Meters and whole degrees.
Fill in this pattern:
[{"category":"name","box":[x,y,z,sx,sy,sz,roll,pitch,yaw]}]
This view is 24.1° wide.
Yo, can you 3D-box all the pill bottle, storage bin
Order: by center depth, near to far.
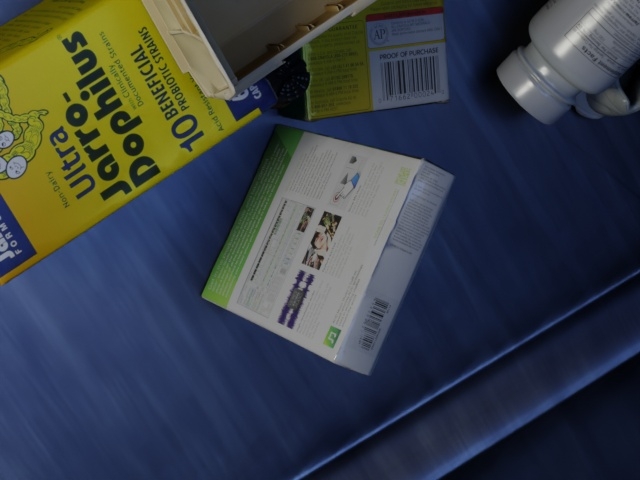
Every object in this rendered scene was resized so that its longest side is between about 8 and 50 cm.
[{"category":"storage bin","box":[-0.059,-0.310,1.484,0.262,0.123,0.260,-37,112,-18]},{"category":"pill bottle","box":[0.334,-0.257,1.865,0.131,0.131,0.229,32,115,-28]}]

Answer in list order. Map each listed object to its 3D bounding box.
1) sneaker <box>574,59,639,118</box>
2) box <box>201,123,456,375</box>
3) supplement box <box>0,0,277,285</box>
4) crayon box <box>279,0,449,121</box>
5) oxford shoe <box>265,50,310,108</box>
[{"category":"sneaker","box":[0.417,-0.280,1.952,0.099,0.121,0.262,12,93,-29]},{"category":"box","box":[0.000,0.000,1.676,0.058,0.322,0.232,25,88,-33]},{"category":"supplement box","box":[-0.262,-0.142,1.586,0.356,0.195,0.194,-36,112,-17]},{"category":"crayon box","box":[0.044,-0.312,1.777,0.202,0.081,0.318,-10,104,-26]},{"category":"oxford shoe","box":[-0.108,-0.244,1.713,0.083,0.096,0.227,-32,92,-24]}]
